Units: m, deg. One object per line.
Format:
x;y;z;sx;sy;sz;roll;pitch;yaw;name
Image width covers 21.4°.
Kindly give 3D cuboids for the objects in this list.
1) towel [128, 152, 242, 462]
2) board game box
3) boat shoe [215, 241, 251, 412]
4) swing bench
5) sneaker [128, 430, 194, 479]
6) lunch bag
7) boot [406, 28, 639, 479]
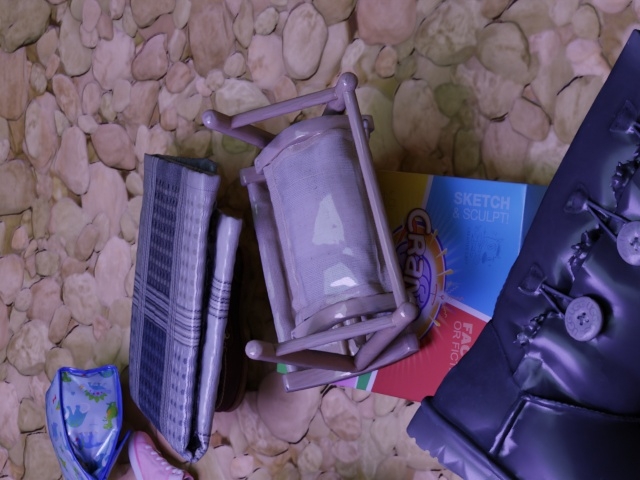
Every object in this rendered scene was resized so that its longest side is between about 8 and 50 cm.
-0.161;0.061;1.947;0.312;0.056;0.324;-156;70;-71;towel
0.098;0.046;1.800;0.316;0.064;0.242;7;93;42;board game box
-0.130;0.101;2.001;0.073;0.073;0.207;-1;88;42;boat shoe
0.000;0.000;1.712;0.165;0.254;0.253;-14;77;4;swing bench
-0.189;0.283;2.065;0.070;0.051;0.134;-27;55;15;sneaker
-0.288;0.241;2.094;0.129;0.096;0.151;126;141;-66;lunch bag
0.325;0.083;1.497;0.367;0.146;0.445;35;100;22;boot
